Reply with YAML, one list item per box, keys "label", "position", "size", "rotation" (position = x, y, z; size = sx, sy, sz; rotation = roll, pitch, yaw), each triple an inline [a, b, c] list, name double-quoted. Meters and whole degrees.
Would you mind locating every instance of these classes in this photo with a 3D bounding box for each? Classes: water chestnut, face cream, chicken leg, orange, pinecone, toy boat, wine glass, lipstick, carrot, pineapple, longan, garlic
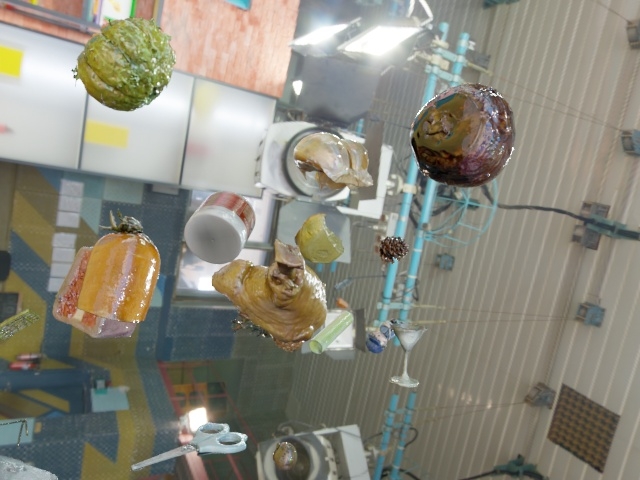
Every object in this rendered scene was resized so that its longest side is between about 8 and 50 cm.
- label: "water chestnut"
  position: [0.471, -0.335, 1.471]
  size: [0.351, 0.302, 0.350]
  rotation: [-7, -104, 33]
- label: "face cream"
  position: [-0.340, -0.048, 1.538]
  size: [0.187, 0.201, 0.201]
  rotation: [-75, -169, -58]
- label: "chicken leg"
  position: [-0.119, 0.105, 1.032]
  size: [0.409, 0.295, 0.182]
  rotation: [98, 12, -65]
- label: "orange"
  position: [-0.580, -0.529, 1.376]
  size: [0.300, 0.223, 0.301]
  rotation: [-33, -165, 39]
- label: "pinecone"
  position: [0.246, 0.028, 1.524]
  size: [0.109, 0.102, 0.102]
  rotation: [139, -50, -57]
- label: "toy boat"
  position: [-0.907, 0.250, 1.331]
  size: [0.016, 0.115, 0.063]
  rotation: [49, -17, 32]
- label: "wine glass"
  position: [0.268, 0.353, 1.389]
  size: [0.122, 0.122, 0.182]
  rotation: [4, -90, 60]
- label: "lipstick"
  position: [0.054, 0.427, 2.085]
  size: [0.076, 0.304, 0.076]
  rotation: [12, -66, 30]
- label: "carrot"
  position: [-0.572, 0.084, 1.302]
  size: [0.214, 0.193, 0.331]
  rotation: [-35, -134, 58]
- label: "pineapple"
  position: [-0.198, 0.335, 1.707]
  size: [0.119, 0.277, 0.130]
  rotation: [-49, -150, 28]
- label: "longan"
  position: [-0.148, 0.887, 1.844]
  size: [0.113, 0.092, 0.113]
  rotation: [-1, -93, 31]
- label: "garlic"
  position: [0.044, -0.289, 1.690]
  size: [0.313, 0.286, 0.249]
  rotation: [-146, -135, -62]

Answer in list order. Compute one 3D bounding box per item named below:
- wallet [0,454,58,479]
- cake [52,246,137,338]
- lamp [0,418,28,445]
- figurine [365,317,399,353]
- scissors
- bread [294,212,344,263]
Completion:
- label: "wallet"
  position: [-0.608, 0.546, 0.898]
  size: [0.046, 0.191, 0.379]
  rotation: [-55, -152, -18]
- label: "cake"
  position: [-0.787, 0.187, 1.657]
  size: [0.230, 0.237, 0.308]
  rotation: [68, 41, -75]
- label: "lamp"
  position: [-0.584, 0.334, 0.782]
  size: [0.041, 0.121, 0.054]
  rotation: [-57, -137, 10]
- label: "figurine"
  position: [0.214, 0.332, 1.562]
  size: [0.077, 0.136, 0.079]
  rotation: [48, -31, 7]
- label: "scissors"
  position: [-0.381, 0.607, 1.298]
  size: [0.191, 0.360, 0.029]
  rotation: [8, -86, 39]
- label: "bread"
  position: [-0.010, 0.003, 1.309]
  size: [0.125, 0.156, 0.086]
  rotation: [-27, -137, 8]
